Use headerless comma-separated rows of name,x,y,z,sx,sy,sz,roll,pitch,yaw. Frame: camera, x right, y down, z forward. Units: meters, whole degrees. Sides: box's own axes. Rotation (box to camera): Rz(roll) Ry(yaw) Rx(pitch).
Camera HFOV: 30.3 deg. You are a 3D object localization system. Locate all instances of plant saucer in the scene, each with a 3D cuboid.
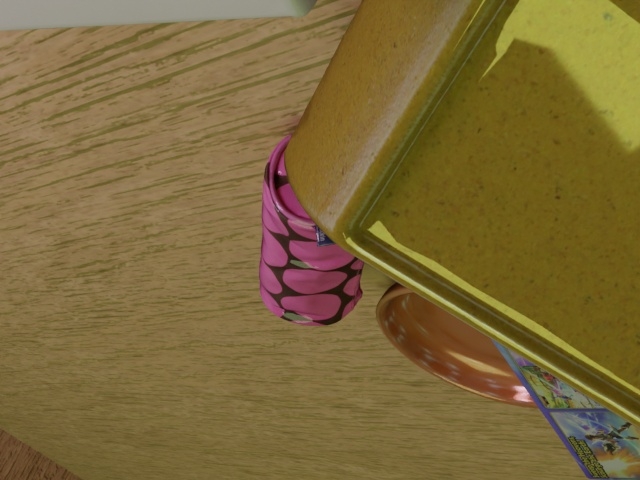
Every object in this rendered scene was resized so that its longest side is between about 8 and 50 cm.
plant saucer,0.147,0.083,1.033,0.200,0.037,0.200,20,153,11
plant saucer,0.156,-0.031,0.578,0.333,0.081,0.333,32,138,1

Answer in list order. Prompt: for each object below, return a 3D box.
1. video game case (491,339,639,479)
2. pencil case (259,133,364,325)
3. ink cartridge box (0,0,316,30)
video game case,0.277,0.095,0.870,0.244,0.061,0.269,-6,142,30
pencil case,0.000,0.000,0.951,0.098,0.095,0.209,8,156,0
ink cartridge box,-0.090,-0.239,0.414,0.198,0.197,0.270,5,141,36
